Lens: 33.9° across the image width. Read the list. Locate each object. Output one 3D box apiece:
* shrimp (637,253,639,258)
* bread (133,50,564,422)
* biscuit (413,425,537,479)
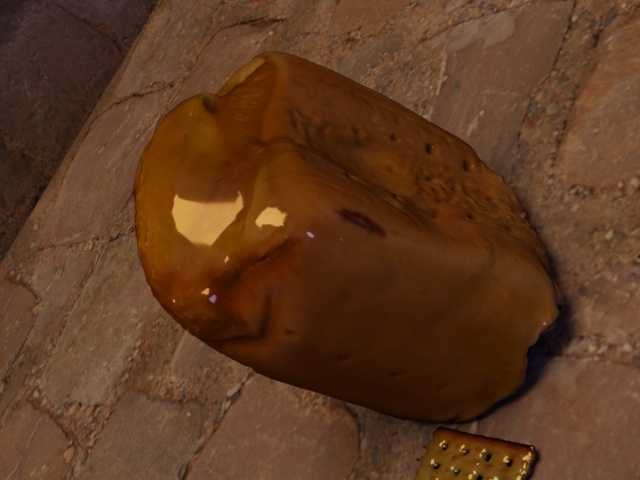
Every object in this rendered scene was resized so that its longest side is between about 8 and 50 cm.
[{"bbox_3d":[0.368,-0.023,0.921,0.190,0.042,0.101,-32,21,25],"label":"shrimp"},{"bbox_3d":[0.000,0.000,1.071,0.250,0.394,0.361,-55,32,28],"label":"bread"},{"bbox_3d":[0.108,0.286,0.973,0.139,0.016,0.231,2,61,52],"label":"biscuit"}]
